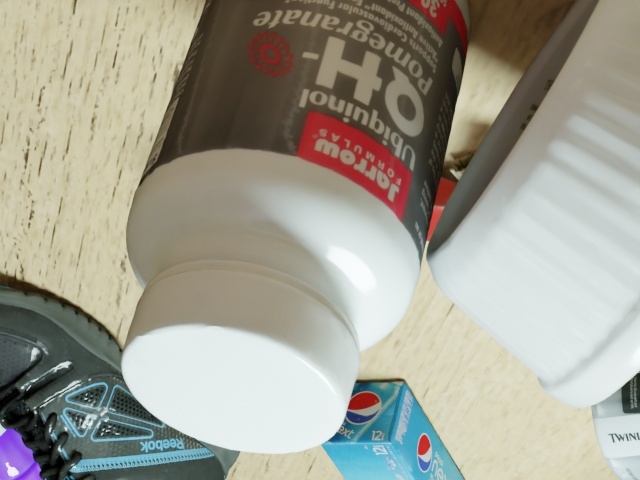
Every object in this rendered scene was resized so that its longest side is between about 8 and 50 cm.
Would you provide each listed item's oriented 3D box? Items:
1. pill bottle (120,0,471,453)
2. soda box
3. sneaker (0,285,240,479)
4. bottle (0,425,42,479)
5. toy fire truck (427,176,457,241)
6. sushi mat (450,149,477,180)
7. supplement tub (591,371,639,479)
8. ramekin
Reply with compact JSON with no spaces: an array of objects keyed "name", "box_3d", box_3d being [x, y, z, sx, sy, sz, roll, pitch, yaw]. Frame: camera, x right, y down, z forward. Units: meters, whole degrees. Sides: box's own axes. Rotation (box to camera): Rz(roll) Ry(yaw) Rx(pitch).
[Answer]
[{"name":"pill bottle","box_3d":[-0.017,-0.037,1.005,0.176,0.318,0.176,10,143,7]},{"name":"soda box","box_3d":[0.075,0.215,1.516,0.071,0.067,0.210,-4,139,26]},{"name":"sneaker","box_3d":[-0.225,0.161,1.499,0.341,0.139,0.125,33,143,-19]},{"name":"bottle","box_3d":[-0.309,0.247,1.684,0.118,0.092,0.283,3,142,16]},{"name":"toy fire truck","box_3d":[0.000,0.000,1.230,0.192,0.135,0.047,13,148,30]},{"name":"sushi mat","box_3d":[0.243,0.020,1.236,0.151,0.019,0.316,-15,134,37]},{"name":"supplement tub","box_3d":[0.309,0.119,1.224,0.190,0.117,0.117,-10,137,34]},{"name":"ramekin","box_3d":[0.170,-0.045,0.984,0.127,0.273,0.273,31,143,-1]}]
